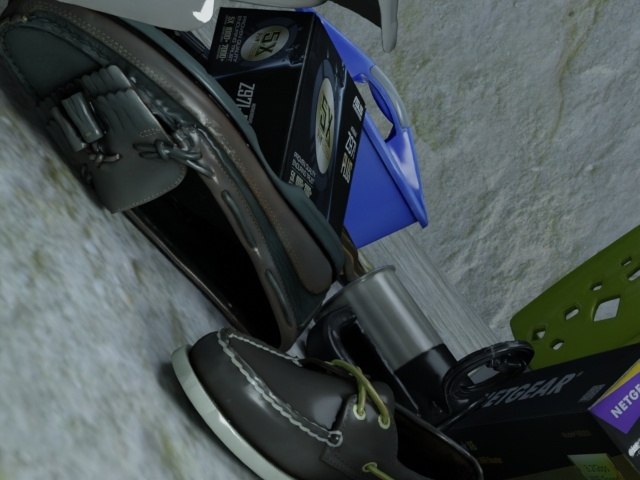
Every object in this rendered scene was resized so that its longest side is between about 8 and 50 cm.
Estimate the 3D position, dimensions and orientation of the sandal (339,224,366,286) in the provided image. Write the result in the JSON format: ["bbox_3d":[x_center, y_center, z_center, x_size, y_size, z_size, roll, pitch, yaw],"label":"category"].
[{"bbox_3d":[0.000,0.000,0.877,0.090,0.060,0.219,62,-2,27],"label":"sandal"}]

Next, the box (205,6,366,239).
[{"bbox_3d":[-0.029,-0.076,0.644,0.077,0.147,0.180,8,-11,17],"label":"box"}]

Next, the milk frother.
[{"bbox_3d":[0.077,0.077,0.629,0.135,0.143,0.129,55,17,17],"label":"milk frother"}]

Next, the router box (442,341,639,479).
[{"bbox_3d":[0.238,0.218,0.646,0.243,0.081,0.309,51,-19,6],"label":"router box"}]

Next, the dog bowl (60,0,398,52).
[{"bbox_3d":[-0.105,-0.216,0.486,0.348,0.102,0.349,14,22,-6],"label":"dog bowl"}]

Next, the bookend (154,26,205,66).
[{"bbox_3d":[-0.126,-0.129,0.695,0.157,0.072,0.156,55,9,22],"label":"bookend"}]

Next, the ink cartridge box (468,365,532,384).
[{"bbox_3d":[0.276,0.263,0.959,0.273,0.114,0.197,39,15,-53],"label":"ink cartridge box"}]

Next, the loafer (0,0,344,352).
[{"bbox_3d":[-0.082,-0.032,0.472,0.267,0.096,0.084,44,51,-31],"label":"loafer"}]

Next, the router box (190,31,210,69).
[{"bbox_3d":[-0.169,-0.241,1.059,0.122,0.038,0.092,41,12,-47],"label":"router box"}]

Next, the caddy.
[{"bbox_3d":[0.023,-0.146,1.046,0.341,0.179,0.241,58,7,-14],"label":"caddy"}]

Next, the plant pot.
[{"bbox_3d":[0.348,0.136,0.794,0.227,0.228,0.207,46,20,-10],"label":"plant pot"}]

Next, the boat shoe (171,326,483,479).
[{"bbox_3d":[0.014,0.103,0.443,0.228,0.068,0.081,43,11,-40],"label":"boat shoe"}]
